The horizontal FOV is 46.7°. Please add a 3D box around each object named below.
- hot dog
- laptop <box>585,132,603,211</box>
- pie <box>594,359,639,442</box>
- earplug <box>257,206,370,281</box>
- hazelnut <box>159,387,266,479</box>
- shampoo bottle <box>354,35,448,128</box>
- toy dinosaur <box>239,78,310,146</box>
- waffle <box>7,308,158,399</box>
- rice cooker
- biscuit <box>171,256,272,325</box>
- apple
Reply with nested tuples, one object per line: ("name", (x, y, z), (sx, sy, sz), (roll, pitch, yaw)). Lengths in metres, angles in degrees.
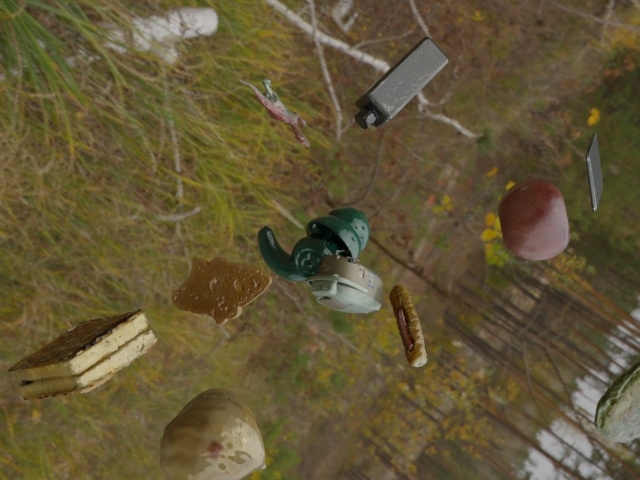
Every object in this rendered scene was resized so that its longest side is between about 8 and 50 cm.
("hot dog", (0.212, 0.204, 1.814), (0.047, 0.215, 0.066), (14, 142, -40))
("laptop", (0.745, -0.186, 2.015), (0.129, 0.016, 0.180), (-55, 136, -44))
("pie", (0.784, 0.361, 1.728), (0.323, 0.070, 0.323), (-14, 130, -17))
("earplug", (0.000, 0.004, 1.991), (0.280, 0.257, 0.163), (-35, 118, -21))
("hazelnut", (-0.234, 0.471, 1.722), (0.261, 0.241, 0.261), (-46, -173, 7))
("shampoo bottle", (0.165, -0.331, 1.595), (0.246, 0.079, 0.080), (-46, -173, -19))
("toy dinosaur", (-0.120, -0.347, 1.946), (0.053, 0.167, 0.242), (-32, 153, 20))
("waffle", (-0.507, 0.246, 1.578), (0.308, 0.091, 0.213), (-17, -165, 45))
("rice cooker", (0.068, 0.114, 1.842), (0.206, 0.145, 0.127), (34, 63, -37))
("biscuit", (-0.221, 0.108, 1.659), (0.035, 0.250, 0.162), (-37, 114, -68))
("apple", (0.391, -0.038, 1.369), (0.120, 0.153, 0.153), (-14, 164, 12))
